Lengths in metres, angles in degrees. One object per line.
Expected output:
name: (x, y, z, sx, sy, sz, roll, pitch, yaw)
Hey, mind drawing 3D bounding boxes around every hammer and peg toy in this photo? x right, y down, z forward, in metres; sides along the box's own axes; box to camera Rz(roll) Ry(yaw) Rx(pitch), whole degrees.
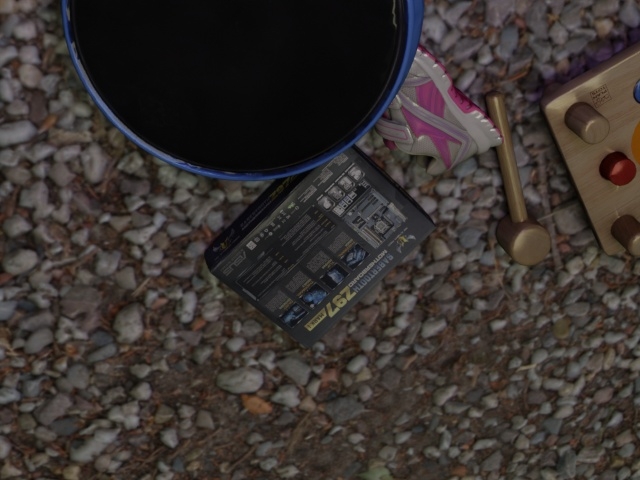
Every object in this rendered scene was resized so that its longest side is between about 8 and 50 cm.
hammer and peg toy: (0.375, -0.111, 1.459, 0.361, 0.127, 0.266, -29, 121, 1)

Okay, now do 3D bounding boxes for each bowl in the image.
bowl: (-0.085, -0.240, 1.235, 0.391, 0.077, 0.391, 1, 119, 2)

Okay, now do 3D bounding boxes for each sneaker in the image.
sneaker: (0.104, -0.162, 1.373, 0.111, 0.103, 0.252, -43, 119, 8)

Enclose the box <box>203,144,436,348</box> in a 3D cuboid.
box: (0.000, 0.000, 1.457, 0.233, 0.059, 0.183, -45, 119, 10)
